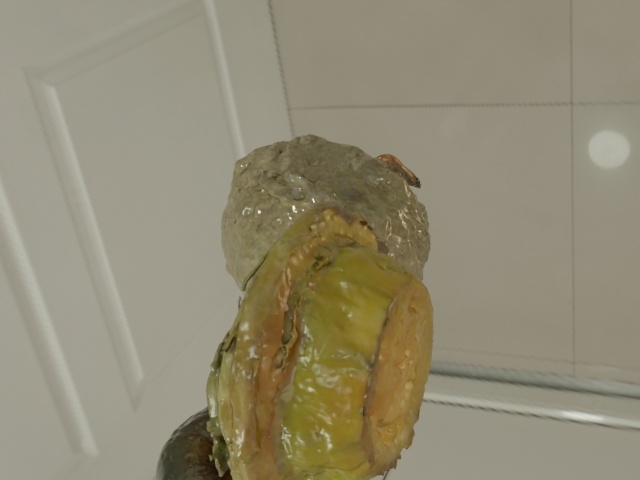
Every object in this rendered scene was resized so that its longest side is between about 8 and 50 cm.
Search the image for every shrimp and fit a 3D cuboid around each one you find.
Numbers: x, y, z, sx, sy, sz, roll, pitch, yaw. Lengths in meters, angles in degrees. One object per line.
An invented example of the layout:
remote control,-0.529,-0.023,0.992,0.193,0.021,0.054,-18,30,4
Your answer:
shrimp,0.122,-0.101,1.398,0.127,0.025,0.091,18,113,-33

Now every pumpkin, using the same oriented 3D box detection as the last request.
pumpkin,-0.115,0.342,1.169,0.260,0.260,0.189,19,131,14

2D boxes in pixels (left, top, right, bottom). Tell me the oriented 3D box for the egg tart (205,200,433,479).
egg tart,0.020,0.104,0.688,0.118,0.288,0.288,6,120,24

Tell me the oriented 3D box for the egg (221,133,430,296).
egg,0.000,0.000,1.069,0.310,0.279,0.279,34,130,32
